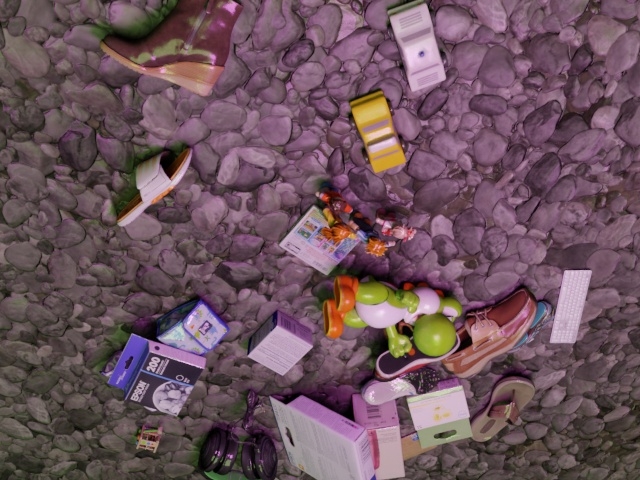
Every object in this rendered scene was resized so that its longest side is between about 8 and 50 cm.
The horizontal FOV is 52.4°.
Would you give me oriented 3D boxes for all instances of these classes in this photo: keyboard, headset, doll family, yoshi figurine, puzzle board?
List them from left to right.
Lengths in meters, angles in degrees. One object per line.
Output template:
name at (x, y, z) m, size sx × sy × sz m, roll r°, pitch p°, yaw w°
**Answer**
headset at (-0.241, 0.626, 1.980) m, size 0.243 × 0.185 × 0.394 m, roll 10°, pitch 137°, yaw -5°
doll family at (0.091, -0.027, 1.525) m, size 0.262 × 0.163 × 0.118 m, roll 21°, pitch 105°, yaw -17°
yoshi figurine at (0.200, 0.201, 1.637) m, size 0.361 × 0.203 × 0.203 m, roll 6°, pitch 91°, yaw -17°
puzzle board at (0.297, 0.652, 2.080) m, size 0.128 × 0.011 × 0.096 m, roll -27°, pitch 119°, yaw 13°
keyboard at (0.691, 0.186, 1.804) m, size 0.072 × 0.014 × 0.256 m, roll -3°, pitch 123°, yaw -2°

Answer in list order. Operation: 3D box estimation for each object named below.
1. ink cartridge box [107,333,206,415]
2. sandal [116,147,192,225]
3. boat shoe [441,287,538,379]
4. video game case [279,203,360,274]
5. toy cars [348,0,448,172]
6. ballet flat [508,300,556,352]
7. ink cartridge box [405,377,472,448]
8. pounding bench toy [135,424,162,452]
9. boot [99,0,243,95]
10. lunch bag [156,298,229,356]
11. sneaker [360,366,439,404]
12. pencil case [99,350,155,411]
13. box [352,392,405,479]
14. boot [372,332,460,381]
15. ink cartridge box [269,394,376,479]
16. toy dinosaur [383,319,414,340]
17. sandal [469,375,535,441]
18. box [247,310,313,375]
ink cartridge box at (-0.437, 0.359, 1.721) m, size 0.208 × 0.045 × 0.206 m, roll 23°, pitch 120°, yaw -16°
sandal at (-0.398, -0.129, 1.478) m, size 0.265 × 0.102 × 0.076 m, roll -37°, pitch 120°, yaw 21°
boat shoe at (0.446, 0.250, 1.768) m, size 0.119 × 0.123 × 0.324 m, roll 31°, pitch 115°, yaw -18°
video game case at (0.000, 0.000, 1.636) m, size 0.157 × 0.019 × 0.143 m, roll 33°, pitch 115°, yaw -21°
toy cars at (0.170, -0.312, 1.405) m, size 0.176 × 0.087 × 0.394 m, roll 16°, pitch 120°, yaw -14°
ballet flat at (0.584, 0.248, 1.810) m, size 0.070 × 0.070 × 0.188 m, roll 26°, pitch 121°, yaw -19°
ink cartridge box at (0.364, 0.536, 1.964) m, size 0.171 × 0.056 × 0.235 m, roll -15°, pitch 111°, yaw 5°
pounding bench toy at (-0.516, 0.586, 1.959) m, size 0.065 × 0.052 × 0.083 m, roll 17°, pitch 120°, yaw -14°
boot at (-0.300, -0.430, 1.319) m, size 0.248 × 0.090 × 0.207 m, roll 19°, pitch 108°, yaw -14°
lunch bag at (-0.336, 0.236, 1.725) m, size 0.151 × 0.096 × 0.129 m, roll -34°, pitch 121°, yaw 7°
sneaker at (0.229, 0.416, 1.895) m, size 0.237 × 0.086 × 0.085 m, roll -12°, pitch 98°, yaw -10°
pencil case at (-0.511, 0.392, 1.812) m, size 0.088 × 0.086 × 0.206 m, roll -4°, pitch 136°, yaw 47°
box at (0.173, 0.582, 1.945) m, size 0.126 × 0.149 × 0.232 m, roll -8°, pitch 122°, yaw 2°
boot at (0.259, 0.318, 1.794) m, size 0.244 × 0.088 × 0.176 m, roll -21°, pitch 161°, yaw -7°
ink cartridge box at (0.015, 0.614, 1.931) m, size 0.330 × 0.071 × 0.324 m, roll 20°, pitch 135°, yaw 38°
toy dinosaur at (0.195, 0.241, 1.778) m, size 0.112 × 0.064 × 0.212 m, roll -23°, pitch 121°, yaw 12°
sandal at (0.555, 0.524, 1.966) m, size 0.120 × 0.086 × 0.303 m, roll 17°, pitch 122°, yaw -9°
box at (-0.111, 0.281, 1.777) m, size 0.126 × 0.072 × 0.137 m, roll 34°, pitch 114°, yaw -23°
